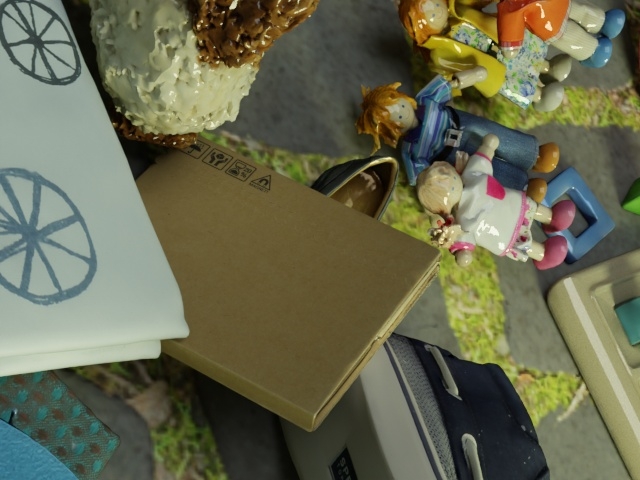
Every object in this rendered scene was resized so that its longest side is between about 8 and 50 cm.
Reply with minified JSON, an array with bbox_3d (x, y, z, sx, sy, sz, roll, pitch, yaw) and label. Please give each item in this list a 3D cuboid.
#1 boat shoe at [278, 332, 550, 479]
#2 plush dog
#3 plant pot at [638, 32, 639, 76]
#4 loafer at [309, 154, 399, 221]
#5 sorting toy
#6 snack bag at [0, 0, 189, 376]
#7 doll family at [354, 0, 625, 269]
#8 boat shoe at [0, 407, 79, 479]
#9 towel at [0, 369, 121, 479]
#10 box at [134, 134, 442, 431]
[{"bbox_3d":[0.089,0.196,0.934,0.158,0.127,0.340,13,46,-32],"label":"boat shoe"},{"bbox_3d":[-0.088,-0.177,0.964,0.211,0.262,0.225,3,69,-22],"label":"plush dog"},{"bbox_3d":[0.452,-0.166,1.307,0.243,0.275,0.275,-7,72,-45],"label":"plant pot"},{"bbox_3d":[0.000,0.000,1.045,0.062,0.061,0.170,39,53,-13],"label":"loafer"},{"bbox_3d":[0.290,0.088,1.201,0.196,0.047,0.347,-18,78,-38],"label":"sorting toy"},{"bbox_3d":[-0.243,-0.082,0.826,0.323,0.037,0.342,-4,68,-52],"label":"snack bag"},{"bbox_3d":[0.112,-0.102,1.154,0.163,0.118,0.263,22,75,-30],"label":"doll family"},{"bbox_3d":[-0.152,0.175,0.778,0.109,0.089,0.258,-46,126,-24],"label":"boat shoe"},{"bbox_3d":[-0.293,0.152,0.753,0.271,0.040,0.370,49,54,-18],"label":"towel"},{"bbox_3d":[-0.048,0.019,0.967,0.201,0.021,0.164,26,49,18],"label":"box"}]
